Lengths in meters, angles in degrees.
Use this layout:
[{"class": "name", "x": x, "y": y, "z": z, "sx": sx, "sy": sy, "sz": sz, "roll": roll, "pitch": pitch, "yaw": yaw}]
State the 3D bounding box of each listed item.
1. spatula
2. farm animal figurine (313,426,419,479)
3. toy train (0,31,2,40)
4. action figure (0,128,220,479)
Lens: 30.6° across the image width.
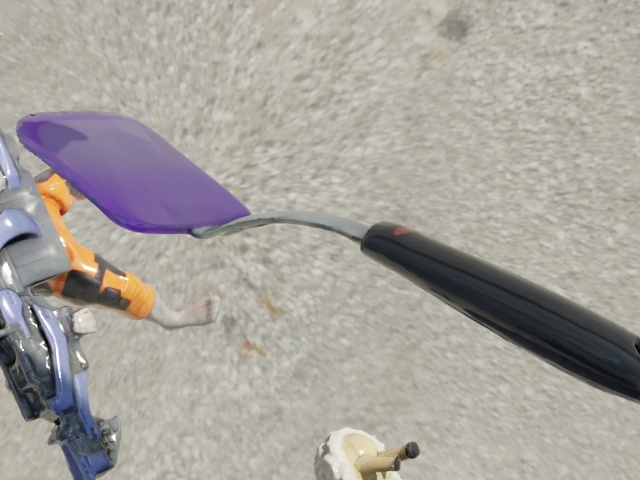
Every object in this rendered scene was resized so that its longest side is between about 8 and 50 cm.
[{"class": "spatula", "x": 0.000, "y": 0.000, "z": 0.437, "sx": 0.296, "sy": 0.084, "sz": 0.030, "roll": 20, "pitch": 106, "yaw": 33}, {"class": "farm animal figurine", "x": -0.001, "y": 0.358, "z": 0.946, "sx": 0.172, "sy": 0.330, "sz": 0.327, "roll": -21, "pitch": 96, "yaw": 38}, {"class": "toy train", "x": -0.311, "y": -0.153, "z": 0.989, "sx": 0.027, "sy": 0.158, "sz": 0.036, "roll": 14, "pitch": 121, "yaw": 7}, {"class": "action figure", "x": -0.249, "y": 0.058, "z": 1.005, "sx": 0.330, "sy": 0.178, "sz": 0.341, "roll": -7, "pitch": 73, "yaw": -48}]
